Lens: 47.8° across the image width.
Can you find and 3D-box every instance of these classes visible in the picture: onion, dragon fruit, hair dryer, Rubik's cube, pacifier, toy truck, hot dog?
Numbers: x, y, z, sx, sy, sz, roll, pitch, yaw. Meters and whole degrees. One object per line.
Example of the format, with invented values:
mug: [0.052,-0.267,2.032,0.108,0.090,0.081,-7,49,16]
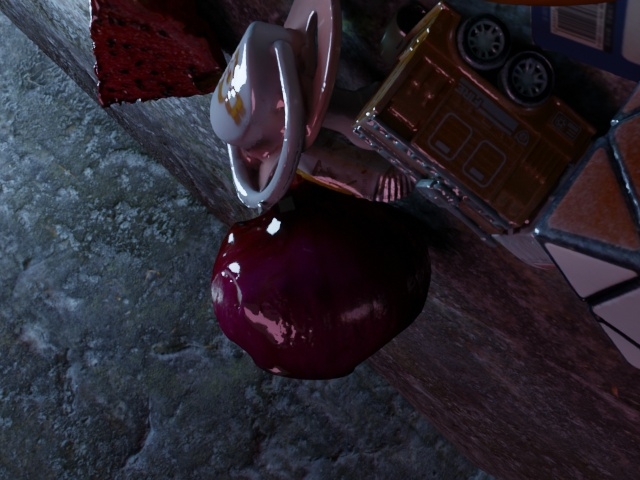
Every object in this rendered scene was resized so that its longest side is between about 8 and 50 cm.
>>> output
onion: [0.000,0.000,1.250,0.398,0.398,0.420,28,130,39]
dragon fruit: [-0.300,-0.340,1.156,0.302,0.240,0.330,19,170,6]
hair dryer: [0.139,-0.206,0.836,0.150,0.047,0.071,35,165,-3]
Rubik's cube: [0.320,-0.002,0.510,0.205,0.205,0.207,45,166,-34]
pacifier: [-0.027,-0.186,0.947,0.220,0.273,0.332,56,148,5]
toy truck: [0.188,-0.087,0.748,0.305,0.162,0.136,37,174,-8]
hot dog: [0.029,-0.140,1.095,0.268,0.144,0.075,30,156,20]

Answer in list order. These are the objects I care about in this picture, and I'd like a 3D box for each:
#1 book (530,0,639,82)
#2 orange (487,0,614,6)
book: [0.329,-0.168,0.467,0.428,0.039,0.300,32,164,29]
orange: [0.106,-0.251,0.281,0.312,0.312,0.312,37,165,12]
